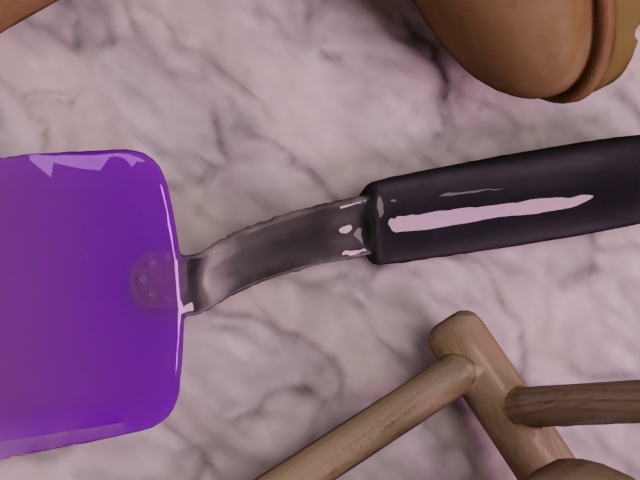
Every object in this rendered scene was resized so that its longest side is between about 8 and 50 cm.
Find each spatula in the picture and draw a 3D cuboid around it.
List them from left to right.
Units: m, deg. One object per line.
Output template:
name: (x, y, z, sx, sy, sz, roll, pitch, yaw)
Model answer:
spatula: (0.000, 0.000, 0.586, 0.296, 0.030, 0.084, -13, 108, -35)

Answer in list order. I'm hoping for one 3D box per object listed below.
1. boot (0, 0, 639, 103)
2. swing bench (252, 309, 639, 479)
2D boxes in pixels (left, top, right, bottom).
boot: (-0.055, -0.088, 0.545, 0.269, 0.089, 0.236, -32, 118, -19)
swing bench: (0.045, 0.177, 0.504, 0.253, 0.165, 0.255, -29, 100, -32)
